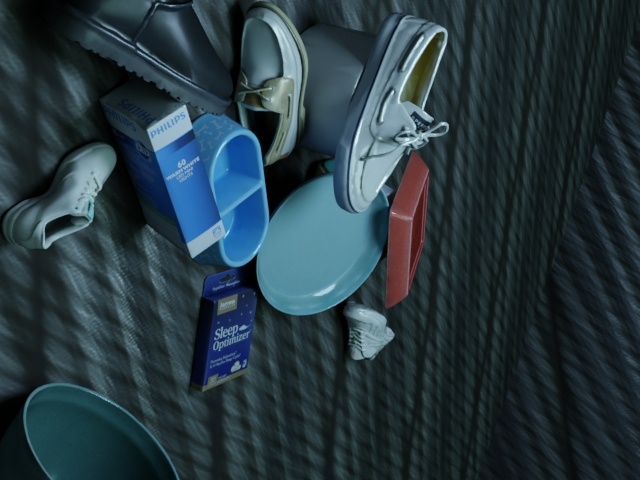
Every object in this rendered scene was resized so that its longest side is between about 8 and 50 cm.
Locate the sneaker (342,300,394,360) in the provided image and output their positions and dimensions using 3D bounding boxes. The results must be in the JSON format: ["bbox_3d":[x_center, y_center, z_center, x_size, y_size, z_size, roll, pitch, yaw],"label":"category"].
[{"bbox_3d":[0.102,0.224,2.361,0.115,0.090,0.232,-59,147,-13],"label":"sneaker"}]

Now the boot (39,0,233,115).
[{"bbox_3d":[-0.141,-0.425,1.426,0.445,0.146,0.367,-57,150,7],"label":"boot"}]

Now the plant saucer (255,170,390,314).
[{"bbox_3d":[0.000,0.000,1.982,0.318,0.044,0.317,-20,128,-28],"label":"plant saucer"}]

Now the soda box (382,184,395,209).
[{"bbox_3d":[0.052,-0.049,2.074,0.216,0.069,0.074,-24,130,-26],"label":"soda box"}]

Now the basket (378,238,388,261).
[{"bbox_3d":[0.096,-0.014,2.195,0.167,0.103,0.113,-34,135,-47],"label":"basket"}]

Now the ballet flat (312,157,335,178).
[{"bbox_3d":[0.054,-0.142,2.106,0.232,0.080,0.073,-16,148,-52],"label":"ballet flat"}]

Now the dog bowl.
[{"bbox_3d":[-0.165,-0.079,1.765,0.166,0.074,0.297,-42,140,-40],"label":"dog bowl"}]

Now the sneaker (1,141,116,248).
[{"bbox_3d":[-0.353,-0.058,1.453,0.212,0.094,0.080,-51,143,-31],"label":"sneaker"}]

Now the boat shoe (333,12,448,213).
[{"bbox_3d":[0.146,-0.211,1.773,0.136,0.156,0.367,19,90,-60],"label":"boat shoe"}]

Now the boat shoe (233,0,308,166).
[{"bbox_3d":[-0.089,-0.261,1.744,0.103,0.113,0.302,-52,146,-38],"label":"boat shoe"}]

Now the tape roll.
[{"bbox_3d":[0.051,-0.276,1.908,0.246,0.169,0.246,-34,133,-46],"label":"tape roll"}]

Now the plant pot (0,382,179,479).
[{"bbox_3d":[-0.382,0.390,1.520,0.196,0.293,0.293,-47,153,13],"label":"plant pot"}]

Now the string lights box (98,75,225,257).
[{"bbox_3d":[-0.241,-0.110,1.554,0.077,0.133,0.259,-36,138,-24],"label":"string lights box"}]

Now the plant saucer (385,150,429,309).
[{"bbox_3d":[0.191,-0.022,2.170,0.258,0.048,0.259,-65,159,-52],"label":"plant saucer"}]

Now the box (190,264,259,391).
[{"bbox_3d":[-0.180,0.167,1.921,0.136,0.036,0.225,-16,119,-54],"label":"box"}]
